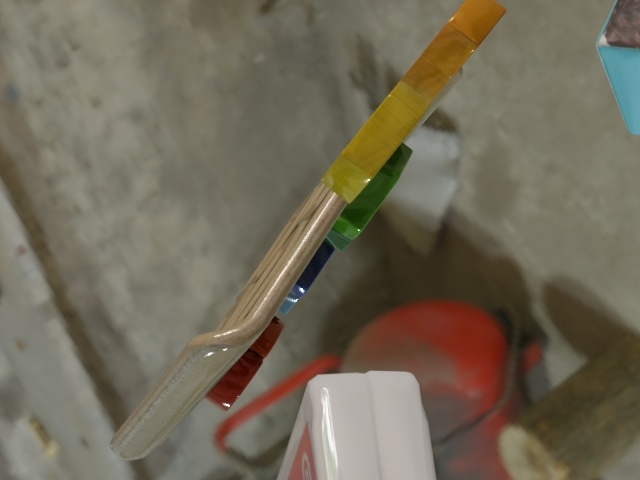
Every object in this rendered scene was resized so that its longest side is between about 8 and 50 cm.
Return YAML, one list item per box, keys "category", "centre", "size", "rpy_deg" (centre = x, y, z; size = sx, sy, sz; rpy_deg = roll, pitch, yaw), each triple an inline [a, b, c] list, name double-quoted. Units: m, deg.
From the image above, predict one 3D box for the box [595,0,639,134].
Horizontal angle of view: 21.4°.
- category: "box"
  centre: [0.242, -0.086, 0.665]
  size: [0.244, 0.100, 0.060]
  rpy_deg: [9, 148, 33]

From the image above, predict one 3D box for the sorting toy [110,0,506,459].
- category: "sorting toy"
  centre: [0.000, 0.000, 0.897]
  size: [0.041, 0.229, 0.307]
  rpy_deg: [39, 151, -1]

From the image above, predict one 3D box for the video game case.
- category: "video game case"
  centre: [-0.003, 0.183, 0.399]
  size: [0.285, 0.025, 0.204]
  rpy_deg: [106, 161, -58]
